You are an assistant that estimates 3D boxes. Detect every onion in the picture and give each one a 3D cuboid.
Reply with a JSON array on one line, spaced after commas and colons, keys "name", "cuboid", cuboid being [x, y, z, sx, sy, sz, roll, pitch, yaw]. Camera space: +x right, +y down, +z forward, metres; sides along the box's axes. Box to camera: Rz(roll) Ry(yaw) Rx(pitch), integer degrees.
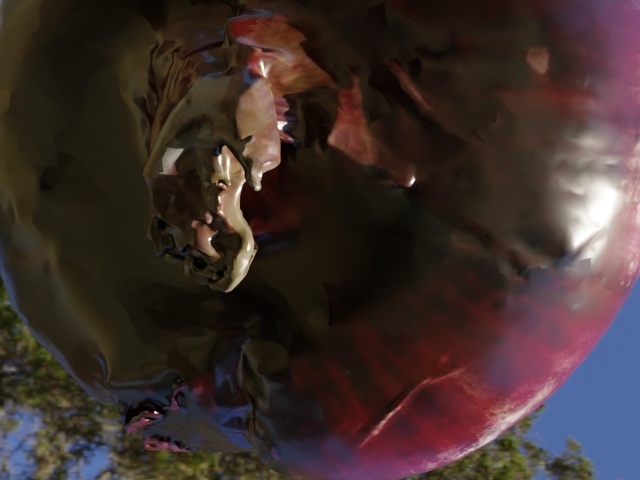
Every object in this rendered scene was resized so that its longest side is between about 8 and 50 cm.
[{"name": "onion", "cuboid": [-0.014, -0.049, 0.497, 0.314, 0.232, 0.314, -1, -92, 19]}]
